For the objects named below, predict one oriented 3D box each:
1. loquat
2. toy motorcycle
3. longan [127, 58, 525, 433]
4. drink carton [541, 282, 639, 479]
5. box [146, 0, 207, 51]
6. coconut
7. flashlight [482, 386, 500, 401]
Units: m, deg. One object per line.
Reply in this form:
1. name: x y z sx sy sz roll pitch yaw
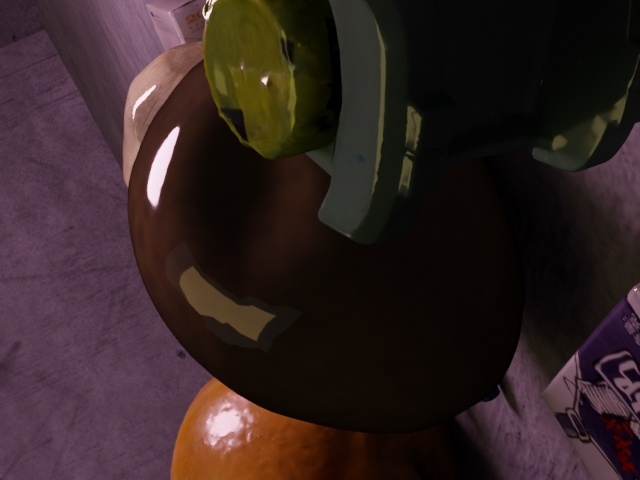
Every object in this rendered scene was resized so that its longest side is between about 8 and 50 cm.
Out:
1. loquat: -0.008 0.269 1.381 0.328 0.328 0.328 59 167 23
2. toy motorcycle: 0.078 -0.162 0.541 0.200 0.191 0.326 45 140 37
3. longan: 0.000 0.000 0.920 0.350 0.288 0.288 44 158 36
4. drink carton: 0.209 0.089 0.635 0.134 0.102 0.222 58 168 16
5. box: -0.142 -0.207 1.574 0.149 0.067 0.233 32 147 65
6. coconut: -0.119 -0.109 1.369 0.224 0.224 0.224 59 167 23
7. flashlight: 0.132 0.094 1.109 0.121 0.035 0.057 68 166 -17
